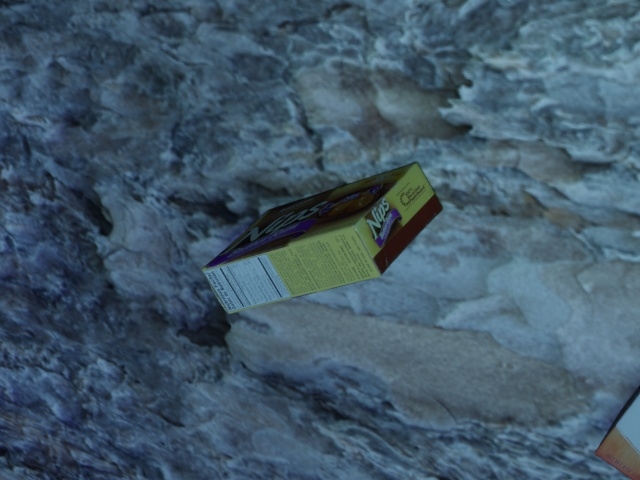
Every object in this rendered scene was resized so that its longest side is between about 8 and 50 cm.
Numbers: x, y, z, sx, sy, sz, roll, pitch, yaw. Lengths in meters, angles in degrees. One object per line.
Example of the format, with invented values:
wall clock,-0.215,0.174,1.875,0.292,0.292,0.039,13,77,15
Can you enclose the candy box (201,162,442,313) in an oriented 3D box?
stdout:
candy box,0.000,0.000,1.260,0.187,0.109,0.053,-14,112,43

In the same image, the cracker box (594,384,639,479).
cracker box,0.333,0.128,1.135,0.156,0.067,0.232,34,135,11
